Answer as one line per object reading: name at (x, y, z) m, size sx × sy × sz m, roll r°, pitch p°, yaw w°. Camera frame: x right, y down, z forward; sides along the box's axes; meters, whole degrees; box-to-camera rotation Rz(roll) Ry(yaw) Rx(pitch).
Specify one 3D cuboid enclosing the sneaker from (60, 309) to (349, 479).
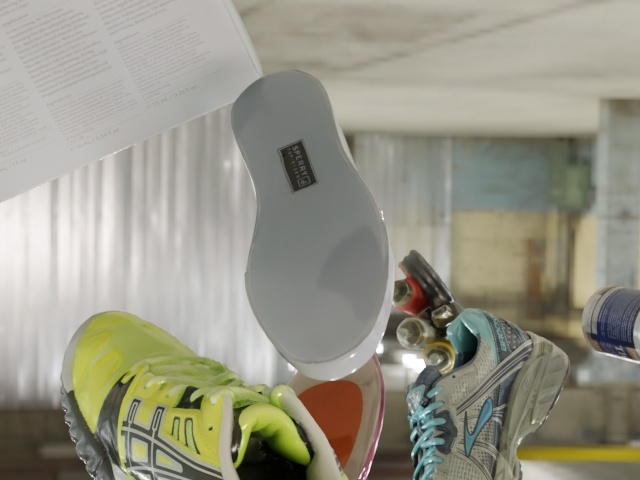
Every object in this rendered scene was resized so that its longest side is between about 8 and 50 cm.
sneaker at (-0.063, 0.147, 1.105) m, size 0.145 × 0.147 × 0.385 m, roll -3°, pitch -149°, yaw -36°

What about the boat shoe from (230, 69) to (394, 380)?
boat shoe at (-0.004, 0.001, 1.190) m, size 0.113 × 0.105 × 0.306 m, roll -23°, pitch -136°, yaw 2°

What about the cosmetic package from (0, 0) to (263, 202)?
cosmetic package at (-0.278, -0.195, 1.383) m, size 0.377 × 0.284 × 0.097 m, roll -23°, pitch -148°, yaw 4°

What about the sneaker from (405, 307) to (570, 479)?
sneaker at (0.117, 0.183, 1.413) m, size 0.122 × 0.283 × 0.110 m, roll 35°, pitch 143°, yaw -9°

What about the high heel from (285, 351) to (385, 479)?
high heel at (0.025, 0.185, 1.844) m, size 0.127 × 0.377 × 0.181 m, roll -5°, pitch 139°, yaw 10°

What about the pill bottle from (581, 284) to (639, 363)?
pill bottle at (0.295, 0.079, 1.401) m, size 0.067 × 0.067 × 0.120 m, roll -1°, pitch -175°, yaw -27°

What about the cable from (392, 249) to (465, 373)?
cable at (0.136, 0.100, 1.711) m, size 0.072 × 0.139 × 0.287 m, roll -32°, pitch 156°, yaw 7°
